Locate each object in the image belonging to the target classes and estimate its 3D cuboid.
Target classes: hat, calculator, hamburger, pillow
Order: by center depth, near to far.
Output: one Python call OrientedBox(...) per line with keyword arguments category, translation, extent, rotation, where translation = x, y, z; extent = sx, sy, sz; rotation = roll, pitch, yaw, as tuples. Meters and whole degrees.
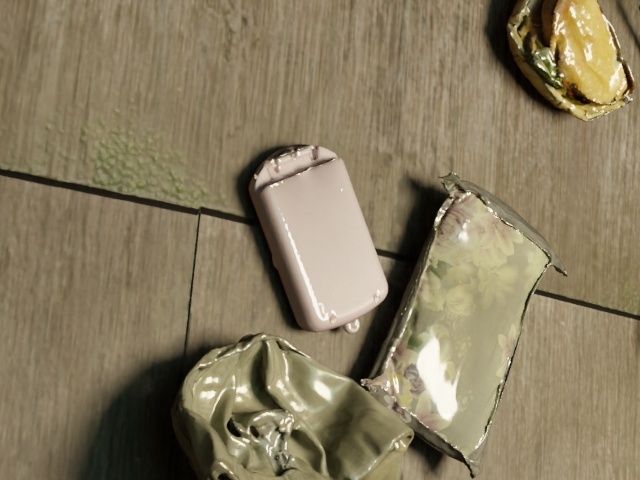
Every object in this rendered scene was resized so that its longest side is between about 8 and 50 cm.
OrientedBox(category="hat", translation=(-0.050, 0.211, 1.039), extent=(0.214, 0.149, 0.244), rotation=(2, 117, -43))
OrientedBox(category="calculator", translation=(0.000, 0.000, 1.129), extent=(0.100, 0.032, 0.175), rotation=(-23, 96, -36))
OrientedBox(category="pillow", translation=(0.126, 0.073, 1.192), extent=(0.169, 0.059, 0.255), rotation=(37, 64, -25))
OrientedBox(category="hamburger", translation=(0.237, -0.192, 1.308), extent=(0.102, 0.087, 0.176), rotation=(-36, 111, -22))

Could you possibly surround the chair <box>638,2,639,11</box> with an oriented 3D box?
OrientedBox(category="chair", translation=(0.391, -0.298, 1.401), extent=(0.213, 0.149, 0.174), rotation=(50, 59, -13))
